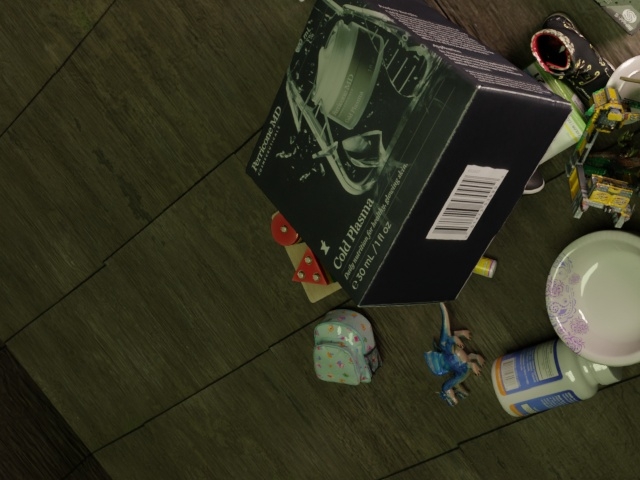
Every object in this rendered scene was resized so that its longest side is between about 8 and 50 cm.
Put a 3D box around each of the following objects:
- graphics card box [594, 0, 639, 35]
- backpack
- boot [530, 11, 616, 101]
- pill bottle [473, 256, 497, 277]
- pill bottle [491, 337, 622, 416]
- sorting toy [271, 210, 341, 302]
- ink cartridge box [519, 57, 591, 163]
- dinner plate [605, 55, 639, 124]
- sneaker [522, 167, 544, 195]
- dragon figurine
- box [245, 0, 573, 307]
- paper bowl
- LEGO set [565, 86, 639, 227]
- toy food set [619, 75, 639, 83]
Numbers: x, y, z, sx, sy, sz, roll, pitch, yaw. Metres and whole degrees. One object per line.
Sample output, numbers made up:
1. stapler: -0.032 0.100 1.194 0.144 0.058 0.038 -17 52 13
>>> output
1. graphics card box: 0.624 -0.585 1.399 0.233 0.094 0.371 43 124 2
2. backpack: 0.062 0.284 2.071 0.165 0.144 0.189 3 112 32
3. boot: 0.502 -0.333 1.527 0.085 0.178 0.236 -36 93 35
4. pill bottle: 0.376 0.057 1.860 0.083 0.043 0.043 18 120 18
5. pill bottle: 0.554 0.309 1.825 0.272 0.152 0.152 -25 100 33
6. sorting toy: 0.000 0.000 1.955 0.255 0.089 0.257 -31 81 34
7. ink cartridge box: 0.422 -0.247 1.661 0.255 0.097 0.189 -34 96 34
8. dinner plate: 0.620 -0.293 1.531 0.141 0.017 0.141 -10 123 -16
9. sneaker: 0.382 -0.194 1.603 0.235 0.084 0.097 50 157 3
10. dragon figurine: 0.318 0.290 1.975 0.144 0.085 0.289 -25 102 33
11. box: 0.147 -0.198 1.569 0.472 0.297 0.480 50 125 39
12. paper bowl: 0.640 0.119 1.657 0.284 0.148 0.284 -1 88 44
13. LEGO set: 0.629 -0.130 1.488 0.331 0.192 0.255 19 132 -7
14. toy food set: 0.672 -0.287 1.465 0.192 0.132 0.039 14 103 -24
